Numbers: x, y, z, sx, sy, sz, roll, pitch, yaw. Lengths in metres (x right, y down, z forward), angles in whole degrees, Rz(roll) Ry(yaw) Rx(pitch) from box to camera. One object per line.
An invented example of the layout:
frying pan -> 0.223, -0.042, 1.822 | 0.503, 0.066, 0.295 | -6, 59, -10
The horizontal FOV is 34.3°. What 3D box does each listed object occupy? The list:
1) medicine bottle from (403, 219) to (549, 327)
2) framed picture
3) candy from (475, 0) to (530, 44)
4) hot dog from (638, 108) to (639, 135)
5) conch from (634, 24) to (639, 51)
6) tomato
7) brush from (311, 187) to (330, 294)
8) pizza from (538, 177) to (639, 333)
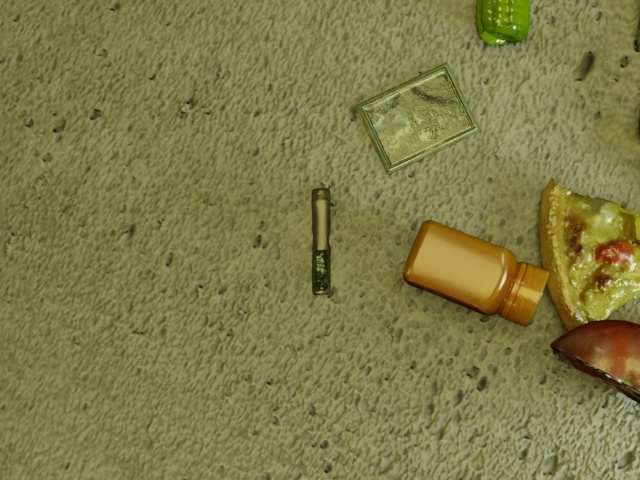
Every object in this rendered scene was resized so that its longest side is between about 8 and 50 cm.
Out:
medicine bottle -> 0.256, 0.057, 1.719 | 0.222, 0.149, 0.112 | 22, 87, 9
framed picture -> 0.172, -0.217, 1.836 | 0.183, 0.011, 0.142 | -25, 80, 3
candy -> 0.320, -0.444, 1.812 | 0.097, 0.097, 0.209 | 2, 76, 7
hot dog -> 0.622, -0.270, 1.755 | 0.242, 0.084, 0.073 | -44, 81, 1
conch -> 0.600, -0.449, 1.750 | 0.114, 0.137, 0.234 | -18, 100, -23
tomato -> 0.488, 0.189, 1.651 | 0.228, 0.199, 0.112 | 31, 86, 1
brush -> 0.000, 0.000, 1.819 | 0.034, 0.027, 0.190 | 0, 82, 5
pizza -> 0.509, 0.005, 1.736 | 0.287, 0.075, 0.280 | -17, 82, 4
